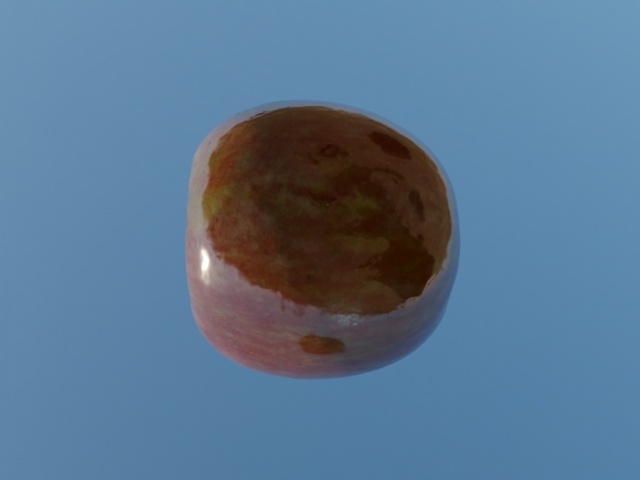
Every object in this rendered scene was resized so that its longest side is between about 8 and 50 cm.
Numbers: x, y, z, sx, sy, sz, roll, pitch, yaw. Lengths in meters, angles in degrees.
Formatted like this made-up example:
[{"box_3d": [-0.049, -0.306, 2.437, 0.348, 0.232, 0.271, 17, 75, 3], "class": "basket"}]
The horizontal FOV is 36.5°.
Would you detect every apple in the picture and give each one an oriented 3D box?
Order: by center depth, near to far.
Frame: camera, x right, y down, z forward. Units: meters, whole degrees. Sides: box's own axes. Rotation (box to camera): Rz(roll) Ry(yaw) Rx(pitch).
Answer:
[{"box_3d": [0.000, 0.000, 0.647, 0.174, 0.188, 0.188, 2, -131, -3], "class": "apple"}]
